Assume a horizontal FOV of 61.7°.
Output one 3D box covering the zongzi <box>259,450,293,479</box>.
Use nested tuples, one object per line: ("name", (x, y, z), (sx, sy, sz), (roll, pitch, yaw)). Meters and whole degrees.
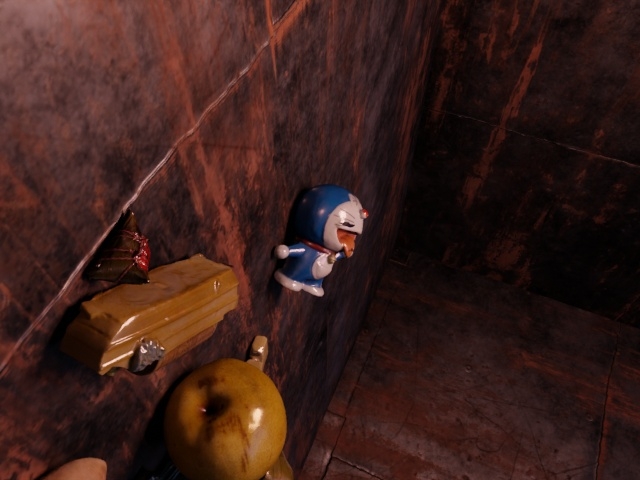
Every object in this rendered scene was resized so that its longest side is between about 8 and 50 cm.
("zongzi", (-0.200, 0.574, 1.389), (0.260, 0.123, 0.289), (-47, -144, 14))

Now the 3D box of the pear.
("pear", (-0.152, 0.307, 0.896), (0.209, 0.208, 0.209), (19, 90, -77))

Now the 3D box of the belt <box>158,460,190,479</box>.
("belt", (-0.256, 0.410, 0.951), (0.179, 0.100, 0.065), (-40, 151, -37))

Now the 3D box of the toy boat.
("toy boat", (-0.196, 0.100, 0.686), (0.310, 0.089, 0.115), (-34, 144, -69))

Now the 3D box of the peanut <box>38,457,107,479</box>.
("peanut", (-0.296, 0.299, 0.601), (0.152, 0.076, 0.076), (-44, 151, -73))

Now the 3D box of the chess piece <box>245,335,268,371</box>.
("chess piece", (-0.157, 0.309, 1.192), (0.090, 0.090, 0.200), (95, 8, -46))

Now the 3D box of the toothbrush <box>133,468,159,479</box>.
("toothbrush", (-0.329, 0.434, 0.757), (0.297, 0.030, 0.030), (-43, 123, -61))

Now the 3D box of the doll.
("doll", (0.000, 0.000, 1.201), (0.215, 0.161, 0.257), (15, 98, -51))

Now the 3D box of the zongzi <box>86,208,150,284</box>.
("zongzi", (-0.214, 0.005, 0.596), (0.083, 0.067, 0.074), (-87, 178, -68))
